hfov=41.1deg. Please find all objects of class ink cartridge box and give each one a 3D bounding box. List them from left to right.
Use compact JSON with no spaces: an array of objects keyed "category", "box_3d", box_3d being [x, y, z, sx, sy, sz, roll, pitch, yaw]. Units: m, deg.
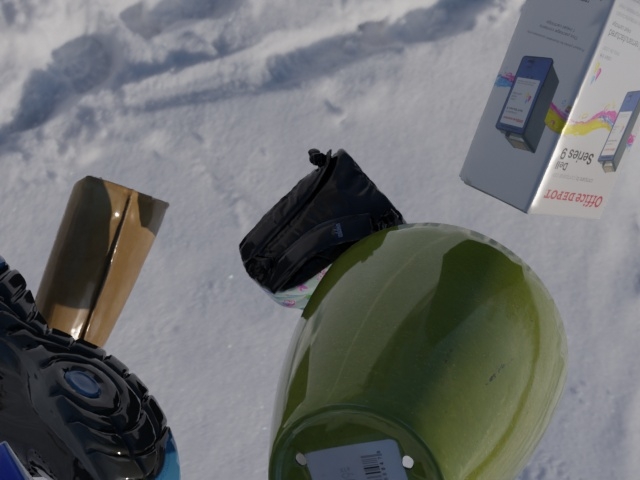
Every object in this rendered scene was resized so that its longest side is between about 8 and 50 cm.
[{"category":"ink cartridge box","box_3d":[0.244,-0.133,0.833,0.154,0.093,0.213,3,114,-46]}]

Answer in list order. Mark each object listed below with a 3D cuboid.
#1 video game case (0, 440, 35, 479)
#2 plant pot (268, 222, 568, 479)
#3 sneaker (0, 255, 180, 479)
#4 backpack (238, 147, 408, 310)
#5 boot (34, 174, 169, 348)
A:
[{"category":"video game case","box_3d":[-0.259,0.282,0.534,0.269,0.244,0.061,-34,53,-19]},{"category":"plant pot","box_3d":[0.069,0.146,0.744,0.275,0.274,0.293,60,21,-2]},{"category":"sneaker","box_3d":[-0.258,0.140,0.741,0.340,0.140,0.125,39,8,24]},{"category":"backpack","box_3d":[0.000,0.000,0.998,0.152,0.182,0.115,51,4,38]},{"category":"boot","box_3d":[-0.291,0.055,0.915,0.236,0.089,0.270,22,89,-66]}]
